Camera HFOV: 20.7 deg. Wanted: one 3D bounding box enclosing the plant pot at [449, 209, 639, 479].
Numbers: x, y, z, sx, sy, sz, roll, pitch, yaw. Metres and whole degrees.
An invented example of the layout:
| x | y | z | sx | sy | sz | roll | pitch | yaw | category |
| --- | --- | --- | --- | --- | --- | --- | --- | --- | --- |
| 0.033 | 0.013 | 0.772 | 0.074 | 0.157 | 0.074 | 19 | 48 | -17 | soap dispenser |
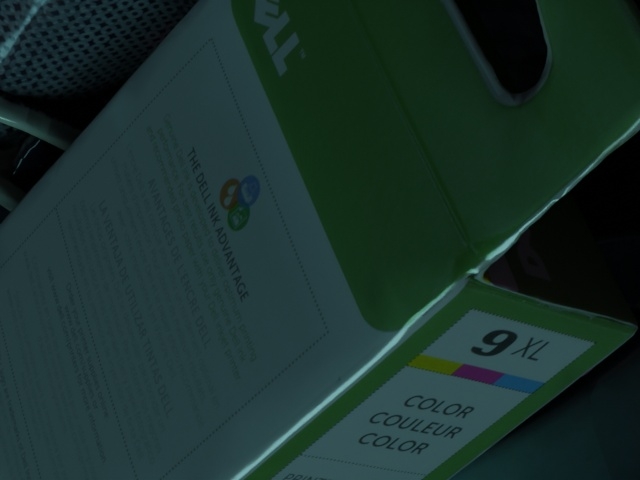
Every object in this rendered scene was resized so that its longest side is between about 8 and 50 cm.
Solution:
| x | y | z | sx | sy | sz | roll | pitch | yaw | category |
| --- | --- | --- | --- | --- | --- | --- | --- | --- | --- |
| 0.085 | 0.113 | 0.510 | 0.196 | 0.293 | 0.293 | 59 | 151 | -10 | plant pot |

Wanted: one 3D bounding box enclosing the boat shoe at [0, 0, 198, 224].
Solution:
| x | y | z | sx | sy | sz | roll | pitch | yaw | category |
| --- | --- | --- | --- | --- | --- | --- | --- | --- | --- |
| -0.094 | -0.027 | 0.500 | 0.127 | 0.158 | 0.340 | 29 | 159 | -7 | boat shoe |

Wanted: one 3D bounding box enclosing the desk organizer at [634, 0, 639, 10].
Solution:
| x | y | z | sx | sy | sz | roll | pitch | yaw | category |
| --- | --- | --- | --- | --- | --- | --- | --- | --- | --- |
| 0.097 | -0.026 | 0.332 | 0.130 | 0.050 | 0.047 | 63 | 163 | 12 | desk organizer |

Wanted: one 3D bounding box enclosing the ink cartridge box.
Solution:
| x | y | z | sx | sy | sz | roll | pitch | yaw | category |
| --- | --- | --- | --- | --- | --- | --- | --- | --- | --- |
| 0.000 | 0.000 | 0.400 | 0.062 | 0.109 | 0.209 | 14 | 133 | -43 | ink cartridge box |
